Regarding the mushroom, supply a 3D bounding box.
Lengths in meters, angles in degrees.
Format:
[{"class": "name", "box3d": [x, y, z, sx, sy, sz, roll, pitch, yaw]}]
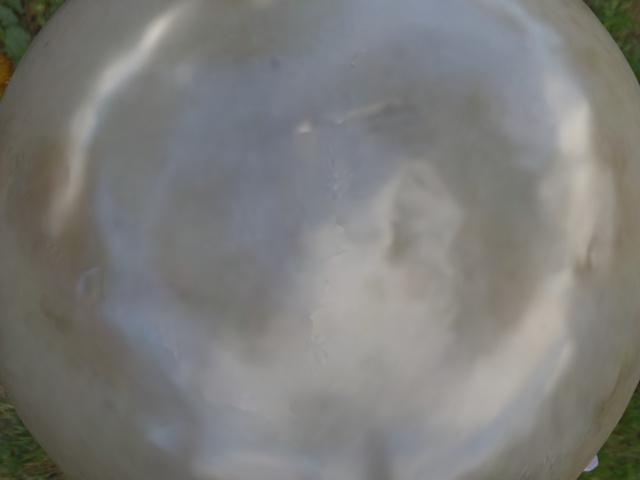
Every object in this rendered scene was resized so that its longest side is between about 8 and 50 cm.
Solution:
[{"class": "mushroom", "box3d": [0.000, 0.000, 0.598, 0.362, 0.294, 0.362, 1, 87, -11]}]

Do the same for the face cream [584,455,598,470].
[{"class": "face cream", "box3d": [0.143, 0.138, 0.888, 0.096, 0.274, 0.154, -34, 73, 31]}]

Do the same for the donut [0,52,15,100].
[{"class": "donut", "box3d": [-0.273, -0.083, 0.753, 0.152, 0.152, 0.058, -19, 120, -12]}]
